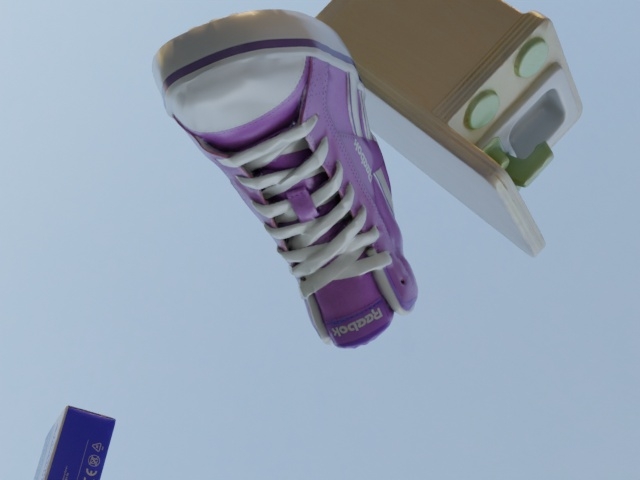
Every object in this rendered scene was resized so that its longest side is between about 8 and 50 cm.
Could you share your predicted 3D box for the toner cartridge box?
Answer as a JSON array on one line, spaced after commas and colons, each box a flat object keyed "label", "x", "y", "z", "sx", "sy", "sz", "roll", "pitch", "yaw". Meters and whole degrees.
[{"label": "toner cartridge box", "x": -0.367, "y": 0.412, "z": 1.500, "sx": 0.165, "sy": 0.075, "sz": 0.348, "roll": 134, "pitch": -28, "yaw": -56}]

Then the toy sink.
[{"label": "toy sink", "x": 0.124, "y": -0.123, "z": 0.930, "sx": 0.131, "sy": 0.153, "sz": 0.234, "roll": -46, "pitch": -124, "yaw": -1}]

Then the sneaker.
[{"label": "sneaker", "x": 0.001, "y": -0.022, "z": 0.669, "sx": 0.102, "sy": 0.282, "sz": 0.161, "roll": -22, "pitch": -110, "yaw": 13}]
